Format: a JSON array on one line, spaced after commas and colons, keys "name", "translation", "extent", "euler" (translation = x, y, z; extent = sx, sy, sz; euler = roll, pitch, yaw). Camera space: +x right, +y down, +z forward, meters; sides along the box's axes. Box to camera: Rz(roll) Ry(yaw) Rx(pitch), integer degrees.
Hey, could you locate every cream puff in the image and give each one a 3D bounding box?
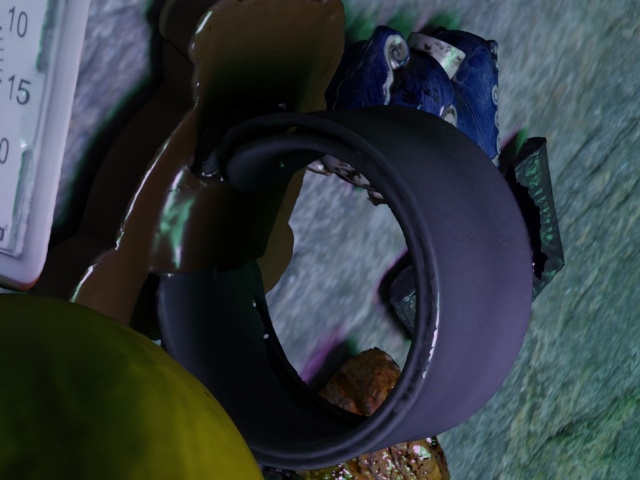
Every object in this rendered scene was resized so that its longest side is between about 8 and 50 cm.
[{"name": "cream puff", "translation": [0.026, 0.221, 2.050], "extent": [0.169, 0.183, 0.183], "euler": [-26, 144, -9]}]

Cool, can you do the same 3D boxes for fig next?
[{"name": "fig", "translation": [-0.185, 0.185, 1.217], "extent": [0.343, 0.343, 0.343], "euler": [-41, 147, -34]}]

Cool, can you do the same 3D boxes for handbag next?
[{"name": "handbag", "translation": [0.173, 0.020, 2.173], "extent": [0.270, 0.089, 0.175], "euler": [-47, 143, -25]}]

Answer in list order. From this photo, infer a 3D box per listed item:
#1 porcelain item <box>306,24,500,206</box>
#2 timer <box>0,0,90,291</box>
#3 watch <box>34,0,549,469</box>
[{"name": "porcelain item", "translation": [0.093, -0.120, 1.836], "extent": [0.288, 0.138, 0.186], "euler": [20, 88, -64]}, {"name": "timer", "translation": [-0.253, -0.126, 1.212], "extent": [0.257, 0.161, 0.250], "euler": [28, 84, -63]}, {"name": "watch", "translation": [0.000, 0.000, 1.573], "extent": [0.314, 0.327, 0.335], "euler": [-9, 123, -57]}]
